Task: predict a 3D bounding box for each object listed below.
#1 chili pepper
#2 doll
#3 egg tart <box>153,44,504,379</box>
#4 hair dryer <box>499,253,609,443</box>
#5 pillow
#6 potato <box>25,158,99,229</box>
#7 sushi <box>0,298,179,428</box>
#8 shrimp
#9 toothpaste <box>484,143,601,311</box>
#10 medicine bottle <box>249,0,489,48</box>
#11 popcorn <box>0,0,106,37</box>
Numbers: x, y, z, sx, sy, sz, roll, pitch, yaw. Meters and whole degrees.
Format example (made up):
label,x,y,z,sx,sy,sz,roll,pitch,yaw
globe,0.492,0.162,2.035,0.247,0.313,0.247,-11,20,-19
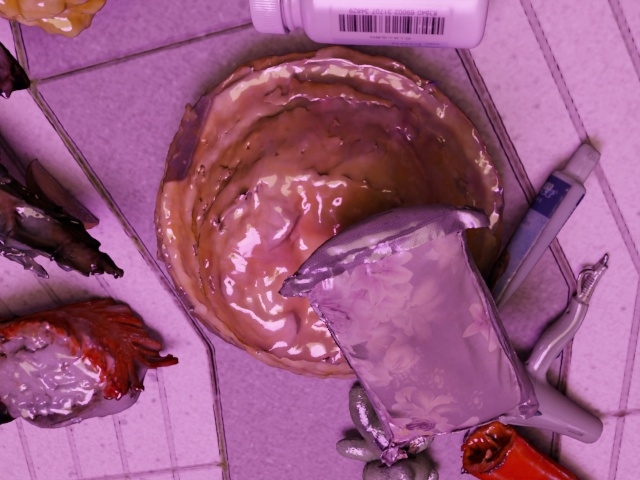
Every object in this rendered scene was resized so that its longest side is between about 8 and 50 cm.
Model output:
label,x,y,z,sx,sy,sz,roll,pitch,yaw
chili pepper,0.247,0.262,0.860,0.169,0.064,0.088,31,153,-15
doll,0.074,0.229,0.867,0.115,0.077,0.150,-16,102,4
egg tart,0.000,0.000,0.723,0.352,0.150,0.351,2,117,4
hair dryer,0.265,0.128,0.808,0.167,0.067,0.199,41,101,-22
pillow,0.081,0.078,0.653,0.169,0.059,0.255,-24,123,3
potato,-0.278,-0.035,0.805,0.037,0.036,0.093,-38,106,19
sushi,-0.329,0.144,0.854,0.332,0.124,0.129,-13,103,16
shrimp,-0.342,-0.124,0.712,0.445,0.085,0.272,41,129,0
toothpaste,0.191,0.006,0.721,0.037,0.062,0.216,32,97,-1
medicine bottle,0.041,-0.211,0.632,0.187,0.102,0.102,3,117,7
popcorn,-0.242,-0.258,0.630,0.142,0.173,0.173,-33,108,-1
